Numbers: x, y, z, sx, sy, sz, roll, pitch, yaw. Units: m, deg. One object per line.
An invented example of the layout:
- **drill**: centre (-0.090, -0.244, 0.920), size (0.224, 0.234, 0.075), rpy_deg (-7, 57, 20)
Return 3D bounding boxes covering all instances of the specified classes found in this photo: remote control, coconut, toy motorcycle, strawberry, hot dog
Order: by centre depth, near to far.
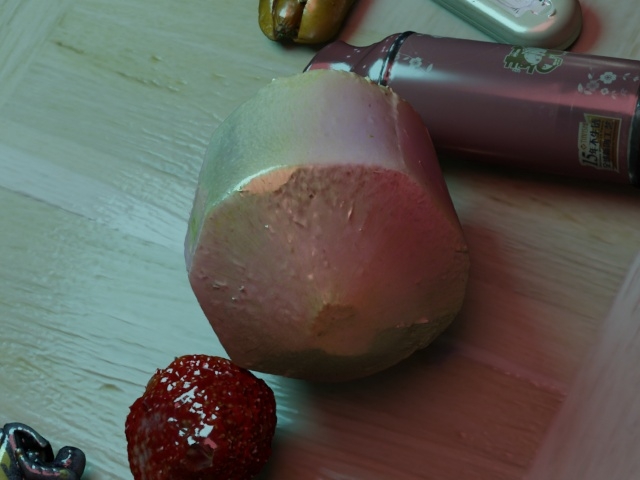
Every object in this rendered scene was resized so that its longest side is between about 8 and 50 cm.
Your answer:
- **strawberry**: centre (-0.102, 0.156, 1.340), size (0.131, 0.148, 0.131), rpy_deg (0, 88, 15)
- **coconut**: centre (0.000, 0.000, 1.355), size (0.233, 0.233, 0.245), rpy_deg (-14, 36, 8)
- **toy motorcycle**: centre (-0.249, 0.221, 1.397), size (0.124, 0.061, 0.193), rpy_deg (-24, 61, -11)
- **remote control**: centre (0.156, -0.246, 1.582), size (0.078, 0.042, 0.221), rpy_deg (-44, 57, -11)
- **hot dog**: centre (0.008, -0.301, 1.648), size (0.100, 0.068, 0.249), rpy_deg (12, 63, 22)

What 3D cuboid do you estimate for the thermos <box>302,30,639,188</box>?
- **thermos**: centre (0.141, -0.134, 1.475), size (0.330, 0.109, 0.136), rpy_deg (10, 62, 23)
